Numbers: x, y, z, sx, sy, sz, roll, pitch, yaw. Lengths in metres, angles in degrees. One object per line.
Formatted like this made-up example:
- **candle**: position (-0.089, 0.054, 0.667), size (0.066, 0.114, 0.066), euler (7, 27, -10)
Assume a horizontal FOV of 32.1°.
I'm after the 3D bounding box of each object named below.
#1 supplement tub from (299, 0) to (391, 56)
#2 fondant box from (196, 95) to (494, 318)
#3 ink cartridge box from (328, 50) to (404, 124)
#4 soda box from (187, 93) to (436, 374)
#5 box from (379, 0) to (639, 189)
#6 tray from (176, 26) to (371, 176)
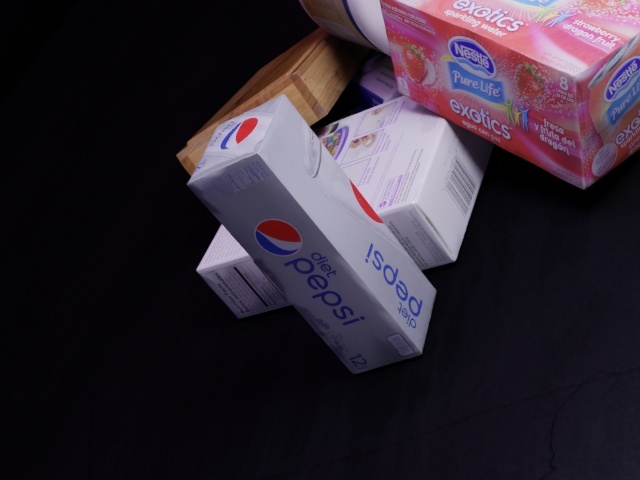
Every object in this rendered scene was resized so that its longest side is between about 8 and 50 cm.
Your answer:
- **supplement tub**: position (0.091, -0.362, 1.449), size (0.228, 0.228, 0.316), euler (-42, 26, -3)
- **fondant box**: position (0.033, -0.050, 1.349), size (0.330, 0.096, 0.238), euler (-16, 35, 36)
- **ink cartridge box**: position (0.107, -0.227, 1.545), size (0.224, 0.045, 0.223), euler (-40, 20, 0)
- **soda box**: position (0.000, 0.000, 1.109), size (0.091, 0.286, 0.098), euler (-21, 32, 33)
- **box**: position (0.218, -0.200, 1.183), size (0.154, 0.142, 0.300), euler (-33, 42, -19)
- **tray**: position (-0.050, -0.214, 1.595), size (0.202, 0.076, 0.411), euler (-32, 14, 23)
